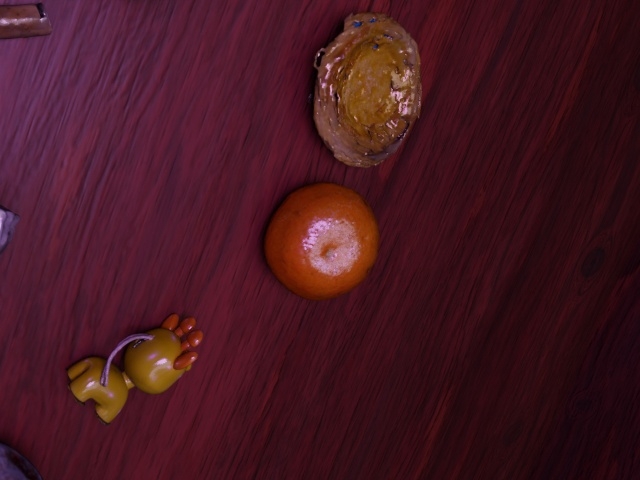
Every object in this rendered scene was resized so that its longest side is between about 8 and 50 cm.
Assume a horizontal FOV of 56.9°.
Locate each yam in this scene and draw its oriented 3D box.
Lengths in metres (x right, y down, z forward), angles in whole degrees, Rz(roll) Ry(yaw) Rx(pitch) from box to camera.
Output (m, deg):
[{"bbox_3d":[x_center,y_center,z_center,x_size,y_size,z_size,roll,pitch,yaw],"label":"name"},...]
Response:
[{"bbox_3d":[-0.476,-0.263,0.730,0.264,0.046,0.046,-18,118,-29],"label":"yam"}]

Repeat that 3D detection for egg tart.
[{"bbox_3d":[0.071,-0.280,1.094,0.291,0.107,0.290,-18,119,-36],"label":"egg tart"}]

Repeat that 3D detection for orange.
[{"bbox_3d":[0.000,0.000,1.109,0.224,0.170,0.224,-3,100,-16],"label":"orange"}]

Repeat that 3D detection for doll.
[{"bbox_3d":[-0.301,0.205,1.001,0.221,0.143,0.135,-33,123,-9],"label":"doll"}]

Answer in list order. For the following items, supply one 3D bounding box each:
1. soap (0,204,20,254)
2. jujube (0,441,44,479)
[{"bbox_3d":[-0.623,0.036,0.633,0.435,0.213,0.350,21,97,-40],"label":"soap"},{"bbox_3d":[-0.552,0.425,0.843,0.308,0.215,0.246,-21,96,-25],"label":"jujube"}]
